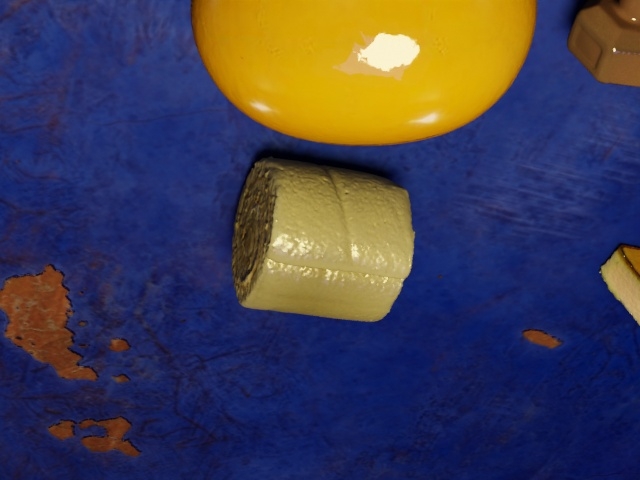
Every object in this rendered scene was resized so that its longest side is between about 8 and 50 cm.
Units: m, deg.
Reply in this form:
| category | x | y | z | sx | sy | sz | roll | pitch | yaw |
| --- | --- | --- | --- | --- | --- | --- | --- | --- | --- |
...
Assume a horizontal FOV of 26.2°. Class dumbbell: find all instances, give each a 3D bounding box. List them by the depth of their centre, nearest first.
| category | x | y | z | sx | sy | sz | roll | pitch | yaw |
| --- | --- | --- | --- | --- | --- | --- | --- | --- | --- |
| dumbbell | 0.263 | -0.223 | 1.074 | 0.082 | 0.092 | 0.231 | -17 | 144 | -25 |

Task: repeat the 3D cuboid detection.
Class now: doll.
| category | x | y | z | sx | sy | sz | roll | pitch | yaw |
| --- | --- | --- | --- | --- | --- | --- | --- | --- | --- |
| doll | 0.025 | -0.175 | 0.832 | 0.213 | 0.213 | 0.236 | -1 | 98 | 0 |

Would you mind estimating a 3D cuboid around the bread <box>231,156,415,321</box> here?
| category | x | y | z | sx | sy | sz | roll | pitch | yaw |
| --- | --- | --- | --- | --- | --- | --- | --- | --- | --- |
| bread | 0.000 | 0.000 | 1.282 | 0.141 | 0.134 | 0.148 | 9 | 150 | -18 |

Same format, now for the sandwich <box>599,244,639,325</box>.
| category | x | y | z | sx | sy | sz | roll | pitch | yaw |
| --- | --- | --- | --- | --- | --- | --- | --- | --- | --- |
| sandwich | 0.384 | 0.095 | 1.380 | 0.193 | 0.162 | 0.058 | 13 | 140 | -14 |
